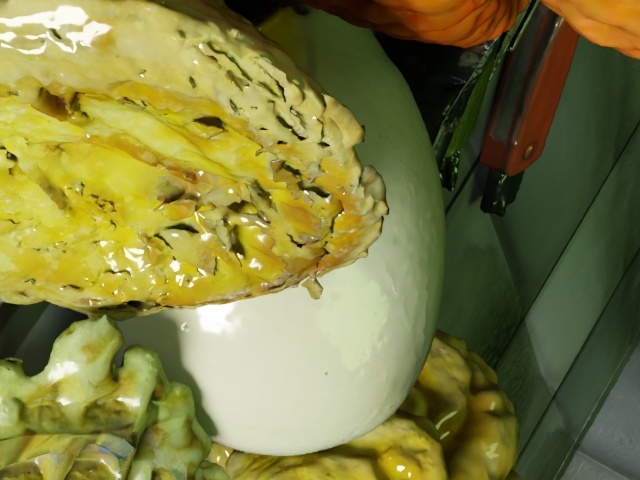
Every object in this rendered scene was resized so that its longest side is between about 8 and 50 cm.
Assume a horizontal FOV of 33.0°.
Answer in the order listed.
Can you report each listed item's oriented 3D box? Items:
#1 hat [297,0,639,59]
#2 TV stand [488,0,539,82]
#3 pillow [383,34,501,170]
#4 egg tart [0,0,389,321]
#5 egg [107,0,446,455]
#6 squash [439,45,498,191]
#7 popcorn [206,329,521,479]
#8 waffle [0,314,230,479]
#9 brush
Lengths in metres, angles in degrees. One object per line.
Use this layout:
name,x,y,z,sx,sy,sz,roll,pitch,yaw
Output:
hat,0.160,-0.200,0.491,0.285,0.400,0.285,17,90,-73
TV stand,0.176,-0.231,0.923,0.249,0.036,0.042,-63,157,1
pillow,0.066,-0.101,0.785,0.048,0.090,0.150,0,117,-63
egg tart,-0.089,-0.045,0.466,0.252,0.232,0.098,23,55,-35
egg,0.001,0.002,0.666,0.286,0.174,0.264,-66,159,1
squash,0.105,-0.158,0.827,0.066,0.066,0.252,-27,137,-51
popcorn,0.019,0.180,0.827,0.265,0.225,0.332,-35,176,11
waffle,-0.159,0.148,0.567,0.223,0.054,0.204,-29,143,-9
brush,0.206,-0.164,1.041,0.070,0.051,0.323,-27,142,-42
